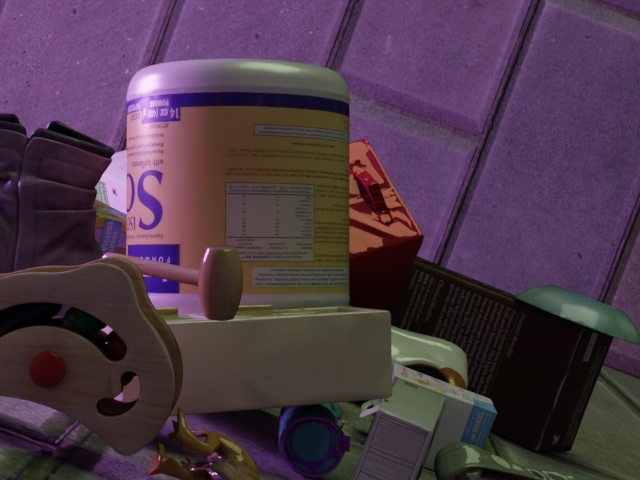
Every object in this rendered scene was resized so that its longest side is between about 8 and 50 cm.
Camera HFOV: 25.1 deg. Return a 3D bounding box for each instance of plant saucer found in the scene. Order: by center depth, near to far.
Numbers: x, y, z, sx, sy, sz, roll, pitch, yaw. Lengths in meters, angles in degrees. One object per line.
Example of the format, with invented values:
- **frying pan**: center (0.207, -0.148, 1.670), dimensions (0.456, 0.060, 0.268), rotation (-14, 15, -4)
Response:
- **plant saucer**: center (0.374, 0.099, 2.050), dimensions (0.195, 0.037, 0.195), rotation (21, 2, -1)

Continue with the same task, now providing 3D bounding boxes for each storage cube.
- **storage cube**: center (0.000, 0.000, 2.007), dimensions (0.193, 0.215, 0.184), rotation (-17, 62, -23)

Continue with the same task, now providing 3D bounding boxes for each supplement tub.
- **supplement tub**: center (-0.088, -0.015, 1.535), dimensions (0.241, 0.331, 0.241), rotation (0, -1, 0)

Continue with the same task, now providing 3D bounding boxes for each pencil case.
- **pencil case**: center (-0.008, 0.190, 1.439), dimensions (0.070, 0.064, 0.152), rotation (2, 5, -1)

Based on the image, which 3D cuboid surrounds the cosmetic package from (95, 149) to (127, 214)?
- **cosmetic package**: center (-0.179, -0.007, 1.956), dimensions (0.155, 0.197, 0.365), rotation (-18, 19, -24)

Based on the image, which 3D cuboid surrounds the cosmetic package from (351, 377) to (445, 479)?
- **cosmetic package**: center (0.078, 0.205, 1.430), dimensions (0.060, 0.099, 0.239), rotation (23, 5, 7)

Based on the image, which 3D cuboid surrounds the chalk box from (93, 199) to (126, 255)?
- **chalk box**: center (-0.304, 0.016, 1.821), dimensions (0.132, 0.132, 0.213), rotation (23, 5, 36)

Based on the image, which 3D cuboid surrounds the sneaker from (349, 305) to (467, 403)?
- **sneaker**: center (0.053, 0.159, 1.888), dimensions (0.290, 0.106, 0.123), rotation (10, 25, 0)

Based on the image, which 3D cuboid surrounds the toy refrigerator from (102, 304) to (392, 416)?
- **toy refrigerator**: center (-0.074, 0.107, 1.352), dimensions (0.269, 0.094, 0.102), rotation (-2, 1, -26)

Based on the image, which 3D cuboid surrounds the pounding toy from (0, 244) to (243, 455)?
- **pounding toy**: center (-0.192, 0.092, 1.196), dimensions (0.269, 0.154, 0.155), rotation (-6, 3, 0)

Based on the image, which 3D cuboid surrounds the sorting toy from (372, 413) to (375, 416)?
- **sorting toy**: center (0.105, 0.234, 1.777), dimensions (0.062, 0.012, 0.083), rotation (24, -2, -29)

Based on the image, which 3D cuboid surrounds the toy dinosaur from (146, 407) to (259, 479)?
- **toy dinosaur**: center (-0.074, 0.185, 1.178), dimensions (0.112, 0.064, 0.211), rotation (20, 4, -22)

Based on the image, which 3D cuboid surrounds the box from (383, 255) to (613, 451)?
- **box**: center (0.220, 0.155, 2.153), dimensions (0.381, 0.191, 0.143), rotation (23, 5, 33)

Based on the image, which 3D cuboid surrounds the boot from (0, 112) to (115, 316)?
- **boot**: center (-0.271, -0.007, 1.628), dimensions (0.338, 0.223, 0.118), rotation (20, 3, -10)

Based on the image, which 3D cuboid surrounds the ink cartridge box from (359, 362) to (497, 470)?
- **ink cartridge box**: center (0.119, 0.206, 1.665), dimensions (0.143, 0.090, 0.092), rotation (21, 4, 1)

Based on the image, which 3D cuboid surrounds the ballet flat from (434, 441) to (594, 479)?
- **ballet flat**: center (0.219, 0.276, 1.529), dimensions (0.213, 0.072, 0.068), rotation (19, 31, -9)
